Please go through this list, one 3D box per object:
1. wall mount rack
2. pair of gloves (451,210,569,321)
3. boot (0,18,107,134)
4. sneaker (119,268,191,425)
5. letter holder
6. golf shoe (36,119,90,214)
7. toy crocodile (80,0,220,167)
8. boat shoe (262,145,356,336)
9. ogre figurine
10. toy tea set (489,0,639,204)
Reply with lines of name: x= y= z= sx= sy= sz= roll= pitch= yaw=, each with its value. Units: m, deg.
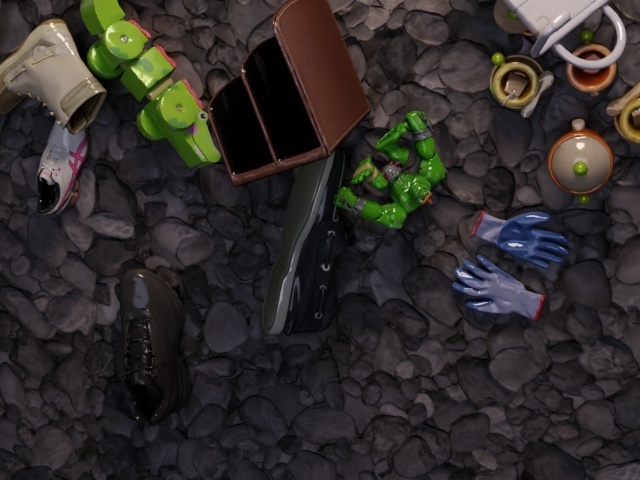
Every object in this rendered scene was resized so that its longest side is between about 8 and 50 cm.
wall mount rack: x=0.343 y=-0.425 z=1.567 sx=0.304 sy=0.130 sz=0.350 roll=-39 pitch=80 yaw=-15
pair of gloves: x=0.308 y=0.036 z=1.810 sx=0.159 sy=0.023 sz=0.198 roll=20 pitch=113 yaw=4
boot: x=-0.453 y=-0.236 z=1.843 sx=0.213 sy=0.077 sz=0.165 roll=-40 pitch=78 yaw=28
sneaker: x=-0.297 y=0.190 z=1.952 sx=0.109 sy=0.130 sz=0.286 roll=-6 pitch=106 yaw=18
letter holder: x=-0.057 y=-0.236 z=1.652 sx=0.152 sy=0.302 sz=0.215 roll=-17 pitch=104 yaw=19
golf shoe: x=-0.440 y=-0.129 z=1.901 sx=0.067 sy=0.086 sz=0.186 roll=16 pitch=110 yaw=10
toy crocodile: x=-0.273 y=-0.262 z=1.810 sx=0.341 sy=0.105 sz=0.115 roll=53 pitch=153 yaw=-8
boat shoe: x=0.001 y=0.002 z=1.827 sx=0.113 sy=0.127 sz=0.340 roll=11 pitch=101 yaw=-19
ogre figurine: x=0.123 y=-0.100 z=1.761 sx=0.118 sy=0.197 sz=0.096 roll=44 pitch=150 yaw=-18
toy tea set: x=0.360 y=-0.219 z=1.653 sx=0.336 sy=0.124 sz=0.200 roll=45 pitch=113 yaw=-4
